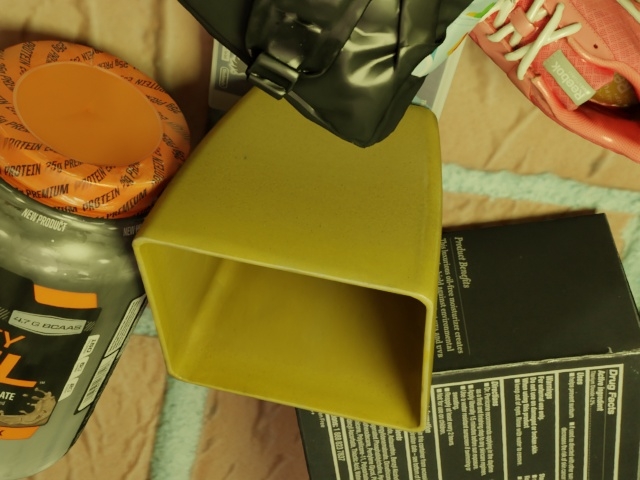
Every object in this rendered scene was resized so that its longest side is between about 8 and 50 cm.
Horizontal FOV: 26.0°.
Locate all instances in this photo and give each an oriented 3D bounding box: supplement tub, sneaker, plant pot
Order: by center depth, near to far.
[{"bbox_3d":[0.167,-0.166,1.022,0.314,0.136,0.116,32,121,-28],"label":"sneaker"},{"bbox_3d":[0.000,0.000,1.064,0.212,0.187,0.212,12,148,10],"label":"plant pot"},{"bbox_3d":[-0.238,0.021,1.109,0.207,0.207,0.338,16,128,-18],"label":"supplement tub"}]

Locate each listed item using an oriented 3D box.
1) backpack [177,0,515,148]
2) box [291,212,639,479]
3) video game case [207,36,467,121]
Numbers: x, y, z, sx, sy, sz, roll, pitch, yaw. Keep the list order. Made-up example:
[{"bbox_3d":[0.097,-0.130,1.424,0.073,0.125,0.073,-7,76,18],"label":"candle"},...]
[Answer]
[{"bbox_3d":[0.054,-0.286,0.821,0.290,0.273,0.355,39,126,-9],"label":"backpack"},{"bbox_3d":[0.133,0.150,1.271,0.294,0.182,0.296,-6,134,2],"label":"box"},{"bbox_3d":[0.010,-0.141,1.040,0.183,0.023,0.201,16,148,2],"label":"video game case"}]
